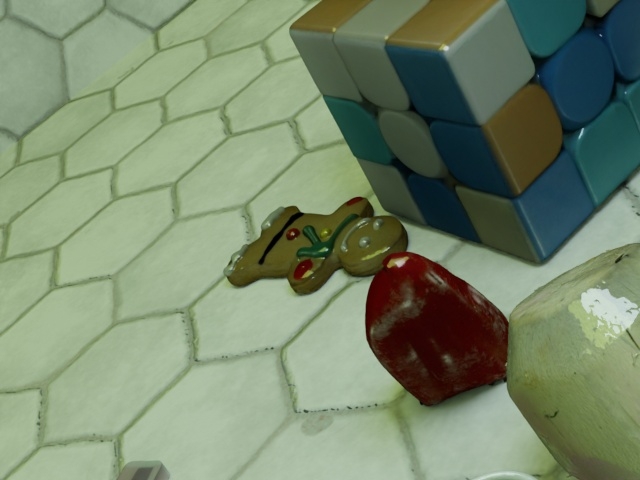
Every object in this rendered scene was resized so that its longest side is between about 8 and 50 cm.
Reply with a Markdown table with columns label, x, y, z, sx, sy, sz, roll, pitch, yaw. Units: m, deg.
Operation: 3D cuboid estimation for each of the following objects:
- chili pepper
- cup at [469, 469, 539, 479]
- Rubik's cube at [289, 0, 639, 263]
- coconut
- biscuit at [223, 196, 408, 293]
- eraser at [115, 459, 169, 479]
| label | x | y | z | sx | sy | sz | roll | pitch | yaw |
| --- | --- | --- | --- | --- | --- | --- | --- | --- | --- |
| chili pepper | 0.111 | 0.088 | 1.258 | 0.144 | 0.253 | 0.136 | 7 | 65 | 36 |
| cup | 0.179 | 0.316 | 0.851 | 0.257 | 0.219 | 0.290 | -35 | 63 | -7 |
| Rubik's cube | 0.231 | -0.230 | 1.518 | 0.344 | 0.347 | 0.347 | -42 | 32 | -17 |
| coconut | 0.298 | 0.130 | 1.068 | 0.227 | 0.230 | 0.227 | -35 | 1 | 1 |
| biscuit | 0.000 | 0.000 | 1.675 | 0.301 | 0.049 | 0.197 | 3 | 46 | 42 |
| eraser | -0.238 | 0.326 | 1.420 | 0.065 | 0.026 | 0.105 | -5 | 39 | 32 |
